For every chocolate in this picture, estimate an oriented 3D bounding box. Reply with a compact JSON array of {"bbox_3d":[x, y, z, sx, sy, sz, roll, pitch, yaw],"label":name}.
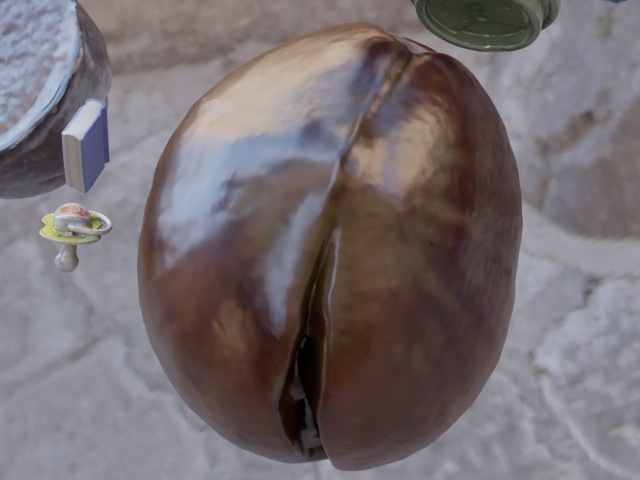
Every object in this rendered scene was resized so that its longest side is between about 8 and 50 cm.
[{"bbox_3d":[-0.378,-0.174,2.103,0.303,0.213,0.303,-9,64,20],"label":"chocolate"}]

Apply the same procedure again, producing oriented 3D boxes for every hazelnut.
[{"bbox_3d":[0.000,0.000,1.659,0.402,0.402,0.429,9,73,41],"label":"hazelnut"}]

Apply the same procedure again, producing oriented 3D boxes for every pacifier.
[{"bbox_3d":[-0.235,0.000,1.646,0.068,0.064,0.083,7,20,-8],"label":"pacifier"}]

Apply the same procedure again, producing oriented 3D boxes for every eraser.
[{"bbox_3d":[-0.255,-0.103,1.874,0.027,0.085,0.063,17,49,12],"label":"eraser"}]

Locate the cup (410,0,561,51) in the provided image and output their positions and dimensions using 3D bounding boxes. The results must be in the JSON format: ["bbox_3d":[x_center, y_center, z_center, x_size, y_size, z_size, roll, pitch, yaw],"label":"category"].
[{"bbox_3d":[0.135,-0.229,1.321,0.120,0.120,0.141,1,65,34],"label":"cup"}]

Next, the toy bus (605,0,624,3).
[{"bbox_3d":[0.248,-0.355,1.806,0.113,0.246,0.134,32,94,52],"label":"toy bus"}]
